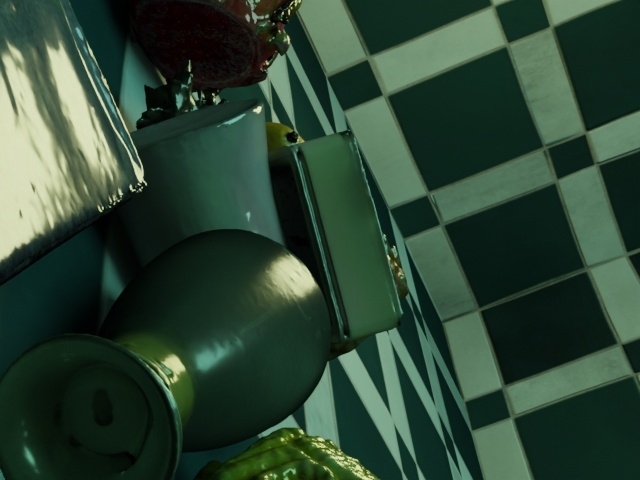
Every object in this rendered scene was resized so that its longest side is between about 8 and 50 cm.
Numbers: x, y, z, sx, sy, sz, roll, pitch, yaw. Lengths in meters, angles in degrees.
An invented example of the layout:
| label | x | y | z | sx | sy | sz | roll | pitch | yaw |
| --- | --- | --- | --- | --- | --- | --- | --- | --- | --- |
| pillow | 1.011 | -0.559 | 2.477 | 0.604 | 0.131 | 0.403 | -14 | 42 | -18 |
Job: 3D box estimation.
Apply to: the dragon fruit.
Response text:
| label | x | y | z | sx | sy | sz | roll | pitch | yaw |
| --- | --- | --- | --- | --- | --- | --- | --- | --- | --- |
| dragon fruit | -0.126 | -0.268 | 1.408 | 0.282 | 0.211 | 0.147 | 86 | 4 | -55 |

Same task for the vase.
| label | x | y | z | sx | sy | sz | roll | pitch | yaw |
| --- | --- | --- | --- | --- | --- | --- | --- | --- | --- |
| vase | -0.110 | 0.093 | 0.849 | 0.173 | 0.173 | 0.321 | 68 | 15 | -1 |

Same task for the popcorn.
| label | x | y | z | sx | sy | sz | roll | pitch | yaw |
| --- | --- | --- | --- | --- | --- | --- | --- | --- | --- |
| popcorn | -0.028 | 0.243 | 0.925 | 0.167 | 0.187 | 0.185 | -2 | 79 | -40 |

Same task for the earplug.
| label | x | y | z | sx | sy | sz | roll | pitch | yaw |
| --- | --- | --- | --- | --- | --- | --- | --- | --- | --- |
| earplug | -0.093 | 0.036 | 1.093 | 0.172 | 0.172 | 0.301 | -76 | 151 | -74 |

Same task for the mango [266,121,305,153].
| label | x | y | z | sx | sy | sz | roll | pitch | yaw |
| --- | --- | --- | --- | --- | --- | --- | --- | --- | --- |
| mango | -0.067 | -0.045 | 1.450 | 0.109 | 0.147 | 0.227 | -69 | 163 | -49 |

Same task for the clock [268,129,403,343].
| label | x | y | z | sx | sy | sz | roll | pitch | yaw |
| --- | --- | --- | --- | --- | --- | --- | --- | --- | --- |
| clock | 0.000 | 0.000 | 1.136 | 0.147 | 0.071 | 0.191 | -7 | -82 | 69 |

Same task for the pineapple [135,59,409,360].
| label | x | y | z | sx | sy | sz | roll | pitch | yaw |
| --- | --- | --- | --- | --- | --- | --- | --- | --- | --- |
| pineapple | -0.065 | -0.031 | 1.273 | 0.362 | 0.202 | 0.202 | 55 | 15 | -28 |

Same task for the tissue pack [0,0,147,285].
| label | x | y | z | sx | sy | sz | roll | pitch | yaw |
| --- | --- | --- | --- | --- | --- | --- | --- | --- | --- |
| tissue pack | -0.237 | -0.107 | 0.629 | 0.394 | 0.124 | 0.288 | -63 | 131 | -78 |
